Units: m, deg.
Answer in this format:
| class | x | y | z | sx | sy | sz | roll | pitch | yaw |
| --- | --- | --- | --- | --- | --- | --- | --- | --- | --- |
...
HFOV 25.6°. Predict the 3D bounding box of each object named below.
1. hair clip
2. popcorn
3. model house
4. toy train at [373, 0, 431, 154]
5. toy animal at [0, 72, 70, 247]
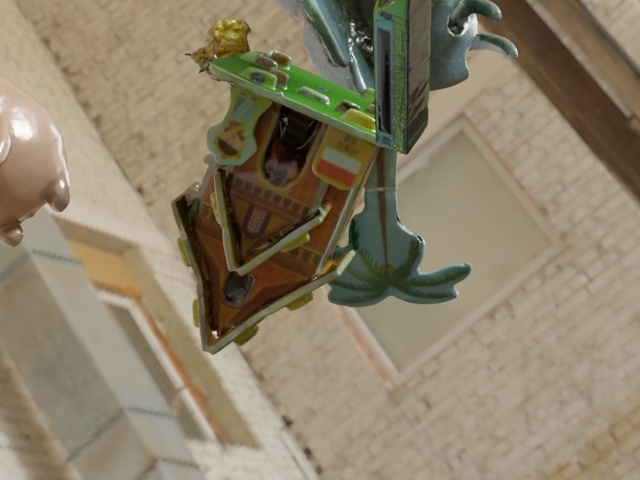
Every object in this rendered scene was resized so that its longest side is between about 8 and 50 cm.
| class | x | y | z | sx | sy | sz | roll | pitch | yaw |
| --- | --- | --- | --- | --- | --- | --- | --- | --- | --- |
| hair clip | 0.077 | -0.320 | 1.824 | 0.238 | 0.392 | 0.318 | -32 | -61 | -2 |
| popcorn | -0.121 | -0.222 | 1.659 | 0.084 | 0.084 | 0.084 | -28 | -26 | -15 |
| model house | 0.000 | 0.000 | 1.519 | 0.300 | 0.340 | 0.324 | -56 | -10 | -77 |
| toy train | 0.068 | -0.163 | 1.220 | 0.044 | 0.042 | 0.209 | -56 | -23 | -32 |
| toy animal | -0.438 | -0.134 | 1.664 | 0.195 | 0.213 | 0.256 | -31 | -34 | 8 |
